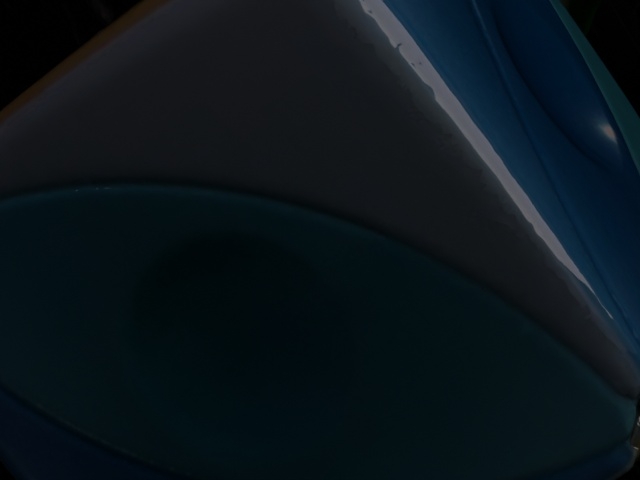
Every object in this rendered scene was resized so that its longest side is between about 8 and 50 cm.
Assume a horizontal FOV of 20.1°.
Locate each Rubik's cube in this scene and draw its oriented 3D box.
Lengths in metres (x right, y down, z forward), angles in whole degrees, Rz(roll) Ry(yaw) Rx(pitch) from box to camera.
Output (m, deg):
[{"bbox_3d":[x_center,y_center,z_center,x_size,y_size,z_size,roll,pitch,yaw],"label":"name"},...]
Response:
[{"bbox_3d":[0.000,0.000,1.074,0.351,0.347,0.352,52,23,-9],"label":"Rubik's cube"}]

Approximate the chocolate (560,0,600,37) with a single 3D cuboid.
[{"bbox_3d":[0.056,-0.278,1.582,0.341,0.360,0.161,-95,-177,-50],"label":"chocolate"}]
